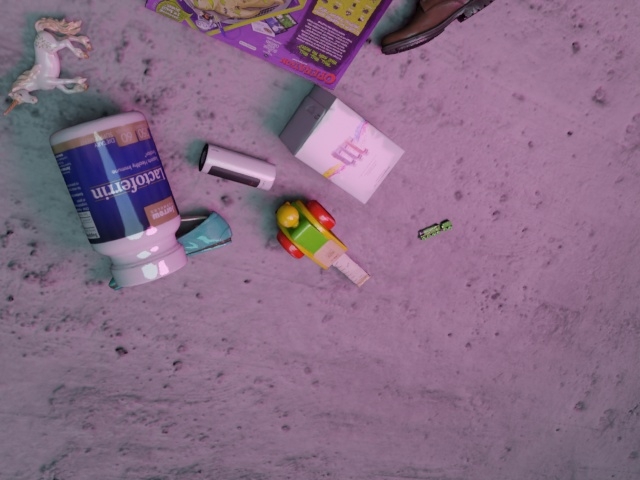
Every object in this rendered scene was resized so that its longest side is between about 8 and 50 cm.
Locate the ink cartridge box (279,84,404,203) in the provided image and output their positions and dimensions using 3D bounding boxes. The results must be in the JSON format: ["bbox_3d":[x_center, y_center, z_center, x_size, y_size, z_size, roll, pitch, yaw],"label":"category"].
[{"bbox_3d":[0.036,-0.180,1.031,0.176,0.128,0.127,33,101,-28],"label":"ink cartridge box"}]

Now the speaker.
[{"bbox_3d":[-0.153,-0.135,1.030,0.136,0.055,0.055,15,109,-25],"label":"speaker"}]

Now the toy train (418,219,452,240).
[{"bbox_3d":[0.259,-0.024,1.251,0.083,0.017,0.024,-22,111,-8],"label":"toy train"}]

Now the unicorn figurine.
[{"bbox_3d":[-0.425,-0.269,0.873,0.111,0.060,0.162,5,97,-21],"label":"unicorn figurine"}]

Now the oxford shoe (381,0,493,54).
[{"bbox_3d":[0.199,-0.418,1.011,0.227,0.083,0.096,-33,102,-2],"label":"oxford shoe"}]

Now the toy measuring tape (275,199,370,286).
[{"bbox_3d":[0.000,0.000,1.144,0.121,0.121,0.330,-44,143,5],"label":"toy measuring tape"}]

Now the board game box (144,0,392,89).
[{"bbox_3d":[-0.077,-0.393,0.886,0.347,0.056,0.208,17,131,-26],"label":"board game box"}]

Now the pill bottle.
[{"bbox_3d":[-0.322,-0.067,0.914,0.153,0.153,0.265,-19,105,-10],"label":"pill bottle"}]

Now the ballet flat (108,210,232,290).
[{"bbox_3d":[-0.292,0.009,1.048,0.247,0.083,0.087,-23,96,-7],"label":"ballet flat"}]
